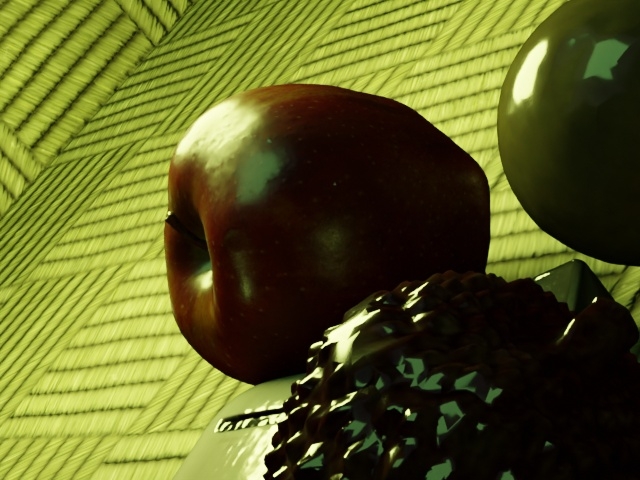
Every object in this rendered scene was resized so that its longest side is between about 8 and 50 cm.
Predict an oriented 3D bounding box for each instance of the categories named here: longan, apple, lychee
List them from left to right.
[{"bbox_3d":[0.000,0.000,1.721,0.317,0.288,0.288,-8,2,-33],"label":"apple"},{"bbox_3d":[0.104,0.173,1.246,0.330,0.306,0.306,-57,15,20],"label":"lychee"},{"bbox_3d":[0.278,-0.100,1.560,0.258,0.258,0.258,-34,22,15],"label":"longan"}]

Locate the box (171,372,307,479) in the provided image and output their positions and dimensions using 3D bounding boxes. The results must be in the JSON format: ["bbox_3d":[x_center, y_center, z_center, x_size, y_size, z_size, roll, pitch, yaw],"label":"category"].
[{"bbox_3d":[-0.036,0.247,1.520,0.289,0.141,0.349,-17,30,48],"label":"box"}]

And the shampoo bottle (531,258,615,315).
[{"bbox_3d":[0.184,0.122,1.488,0.079,0.080,0.246,-28,24,31],"label":"shampoo bottle"}]
